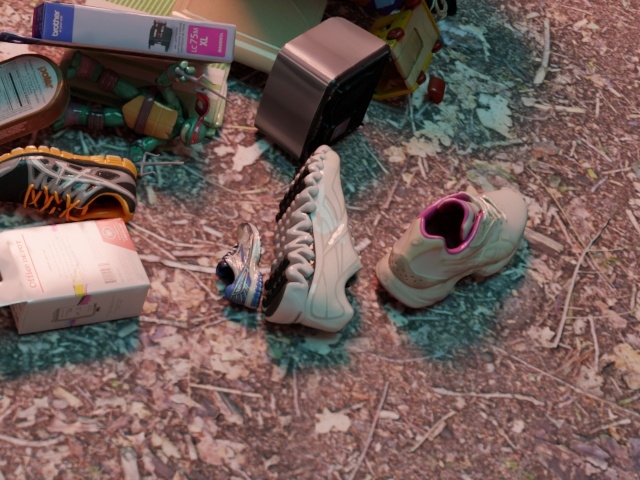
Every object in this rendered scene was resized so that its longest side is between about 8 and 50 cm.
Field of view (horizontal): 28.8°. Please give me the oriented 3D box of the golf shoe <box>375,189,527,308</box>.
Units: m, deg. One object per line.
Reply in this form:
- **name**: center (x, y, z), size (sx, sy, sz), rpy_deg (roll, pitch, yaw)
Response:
- **golf shoe**: center (0.210, -0.014, 1.752), size (0.115, 0.140, 0.306), rpy_deg (41, 46, 18)

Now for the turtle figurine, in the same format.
- **turtle figurine**: center (-0.243, -0.172, 1.724), size (0.234, 0.175, 0.118), rpy_deg (18, 2, -3)

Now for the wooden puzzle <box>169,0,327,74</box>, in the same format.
- **wooden puzzle**: center (-0.109, -0.363, 1.956), size (0.220, 0.044, 0.239), rpy_deg (21, 50, -6)

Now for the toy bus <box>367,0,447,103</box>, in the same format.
- **toy bus**: center (0.122, -0.317, 2.015), size (0.202, 0.104, 0.191), rpy_deg (10, 73, -57)

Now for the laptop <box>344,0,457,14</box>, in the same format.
- **laptop**: center (0.025, -0.591, 2.290), size (0.381, 0.236, 0.408), rpy_deg (4, 20, -20)

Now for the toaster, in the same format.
- **toaster**: center (-0.001, -0.215, 1.830), size (0.110, 0.168, 0.185), rpy_deg (36, 45, 15)

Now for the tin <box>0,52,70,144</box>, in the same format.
- **tin**: center (-0.427, -0.182, 1.651), size (0.189, 0.040, 0.106), rpy_deg (-22, 71, -5)

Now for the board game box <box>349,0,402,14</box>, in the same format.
- **board game box**: center (0.054, -0.639, 1.996), size (0.356, 0.356, 0.356), rpy_deg (18, 72, -16)

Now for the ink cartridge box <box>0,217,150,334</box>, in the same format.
- **ink cartridge box**: center (-0.323, 0.044, 1.523), size (0.198, 0.067, 0.115), rpy_deg (-7, 52, -30)

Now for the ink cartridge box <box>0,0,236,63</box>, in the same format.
- **ink cartridge box**: center (-0.288, -0.289, 1.732), size (0.311, 0.065, 0.186), rpy_deg (2, 7, -17)

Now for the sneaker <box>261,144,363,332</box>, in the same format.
- **sneaker**: center (0.000, 0.000, 1.684), size (0.118, 0.110, 0.292), rpy_deg (20, 53, -15)

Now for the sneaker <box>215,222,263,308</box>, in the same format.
- **sneaker**: center (-0.108, 0.027, 1.642), size (0.058, 0.052, 0.135), rpy_deg (5, 47, -13)

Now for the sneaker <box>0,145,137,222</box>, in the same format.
- **sneaker**: center (-0.335, -0.066, 1.611), size (0.214, 0.084, 0.083), rpy_deg (-1, 55, -25)

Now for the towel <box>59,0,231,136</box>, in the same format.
- **towel**: center (-0.248, -0.303, 1.898), size (0.247, 0.038, 0.325), rpy_deg (16, 47, -8)
